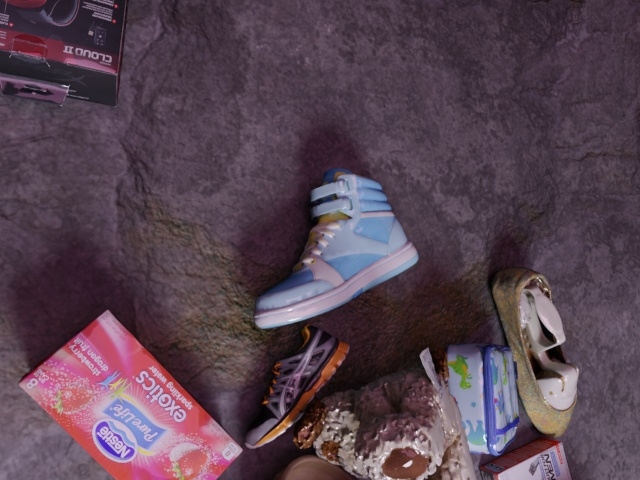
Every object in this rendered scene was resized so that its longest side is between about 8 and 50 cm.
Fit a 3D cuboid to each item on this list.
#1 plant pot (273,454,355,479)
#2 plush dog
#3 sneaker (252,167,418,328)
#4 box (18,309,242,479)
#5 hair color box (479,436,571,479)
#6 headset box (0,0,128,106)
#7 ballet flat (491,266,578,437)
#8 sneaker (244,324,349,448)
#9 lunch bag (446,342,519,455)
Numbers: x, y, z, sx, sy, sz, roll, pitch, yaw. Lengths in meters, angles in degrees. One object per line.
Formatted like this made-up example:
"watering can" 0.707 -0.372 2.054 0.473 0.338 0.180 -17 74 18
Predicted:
"plant pot" -0.006 0.439 0.680 0.237 0.237 0.110 44 106 -10
"plush dog" 0.083 0.269 0.710 0.262 0.226 0.210 49 34 -40
"sneaker" 0.000 0.000 0.791 0.319 0.127 0.208 -24 92 -35
"box" -0.242 0.226 0.640 0.128 0.123 0.257 -44 98 -23
"hair color box" 0.385 0.444 0.907 0.167 0.053 0.093 -12 85 -24
"headset box" -0.392 -0.337 0.692 0.218 0.110 0.293 5 78 -22
"ballet flat" 0.428 0.217 0.936 0.123 0.123 0.348 -15 86 -25
"sneaker" -0.048 0.224 0.756 0.083 0.084 0.215 40 64 6
"lunch bag" 0.277 0.264 0.823 0.219 0.090 0.176 25 64 -57
